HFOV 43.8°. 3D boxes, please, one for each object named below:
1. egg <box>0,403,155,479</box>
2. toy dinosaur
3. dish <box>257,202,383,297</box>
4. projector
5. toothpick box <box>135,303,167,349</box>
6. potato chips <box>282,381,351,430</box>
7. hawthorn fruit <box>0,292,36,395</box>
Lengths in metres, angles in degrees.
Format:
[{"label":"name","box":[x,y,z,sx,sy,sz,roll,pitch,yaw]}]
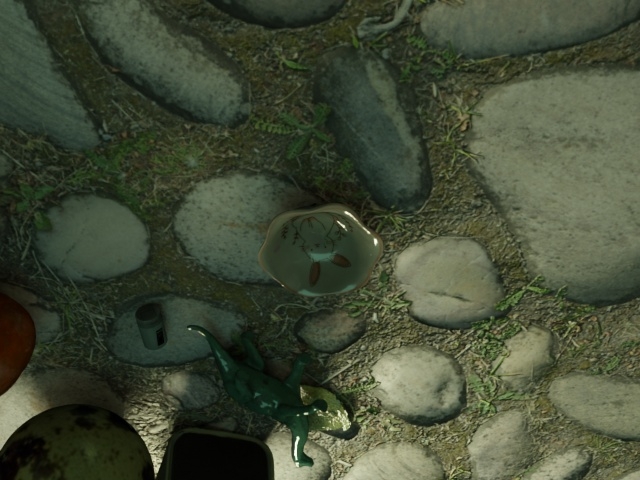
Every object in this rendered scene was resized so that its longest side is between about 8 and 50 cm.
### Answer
[{"label":"egg","box":[-0.531,0.548,1.724,0.344,0.345,0.428,6,132,-2]},{"label":"toy dinosaur","box":[-0.144,0.349,1.717,0.383,0.129,0.331,27,138,-1]},{"label":"dish","box":[0.000,0.000,1.455,0.229,0.081,0.229,0,130,0]},{"label":"projector","box":[-0.255,0.606,1.805,0.248,0.249,0.249,12,127,-16]},{"label":"toothpick box","box":[-0.343,0.176,1.617,0.052,0.052,0.083,-2,128,4]},{"label":"potato chips","box":[-0.015,0.377,1.774,0.209,0.026,0.142,24,121,-18]},{"label":"hawthorn fruit","box":[-0.701,0.211,1.526,0.284,0.284,0.284,1,127,2]}]
